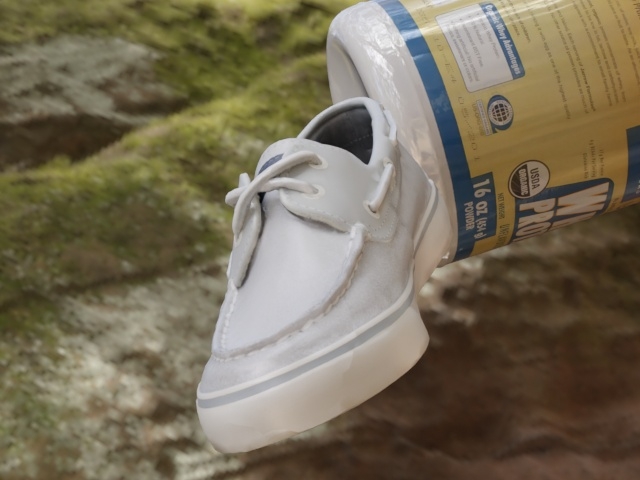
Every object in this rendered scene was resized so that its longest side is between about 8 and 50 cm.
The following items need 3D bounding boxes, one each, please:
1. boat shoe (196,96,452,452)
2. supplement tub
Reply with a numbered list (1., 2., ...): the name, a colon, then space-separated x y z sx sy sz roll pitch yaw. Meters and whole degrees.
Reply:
1. boat shoe: 0.000 0.000 0.454 0.063 0.066 0.184 64 -155 -12
2. supplement tub: 0.117 -0.079 0.820 0.200 0.144 0.144 -18 -47 -8
